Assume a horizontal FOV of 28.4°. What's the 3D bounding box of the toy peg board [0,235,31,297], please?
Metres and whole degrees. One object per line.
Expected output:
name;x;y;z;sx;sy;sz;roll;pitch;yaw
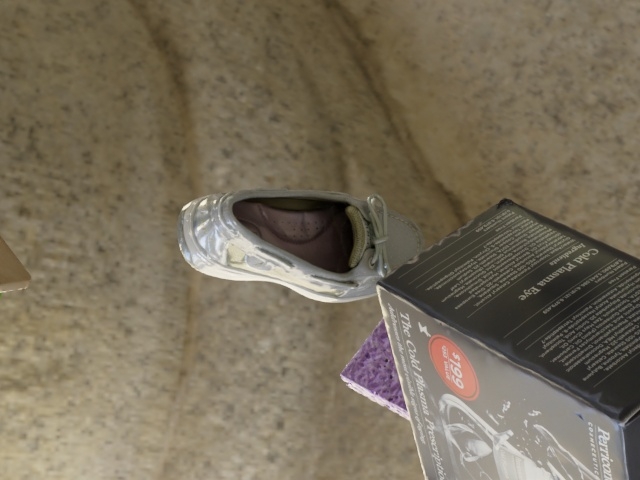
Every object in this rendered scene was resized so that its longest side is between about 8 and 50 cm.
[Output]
toy peg board;-0.473;0.037;1.567;0.161;0.160;0.079;46;127;30

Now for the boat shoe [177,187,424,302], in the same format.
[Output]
boat shoe;-0.001;-0.003;1.409;0.103;0.320;0.118;-21;65;50

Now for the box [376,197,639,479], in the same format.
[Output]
box;0.242;0.184;1.181;0.312;0.179;0.343;28;142;49

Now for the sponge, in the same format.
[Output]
sponge;0.132;0.116;1.573;0.117;0.031;0.210;27;70;36
